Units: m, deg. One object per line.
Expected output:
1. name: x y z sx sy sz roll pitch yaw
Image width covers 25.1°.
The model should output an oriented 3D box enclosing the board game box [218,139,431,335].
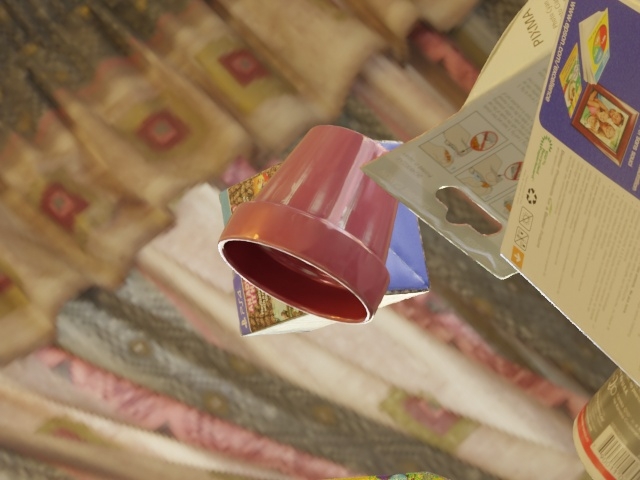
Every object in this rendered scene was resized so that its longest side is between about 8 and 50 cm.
1. board game box: 0.000 0.000 2.146 0.141 0.232 0.291 -1 -13 -40

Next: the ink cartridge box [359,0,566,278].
1. ink cartridge box: 0.271 -0.132 1.529 0.385 0.091 0.308 -30 -40 23

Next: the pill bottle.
1. pill bottle: 0.399 0.142 1.464 0.161 0.161 0.283 -12 -37 -52

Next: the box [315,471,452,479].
1. box: 0.061 0.489 2.044 0.290 0.279 0.177 -11 -22 29

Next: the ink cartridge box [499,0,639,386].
1. ink cartridge box: 0.288 -0.036 1.206 0.072 0.307 0.304 -9 -54 -31

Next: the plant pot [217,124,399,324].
1. plant pot: 0.006 -0.026 1.685 0.201 0.201 0.180 75 -143 -66
